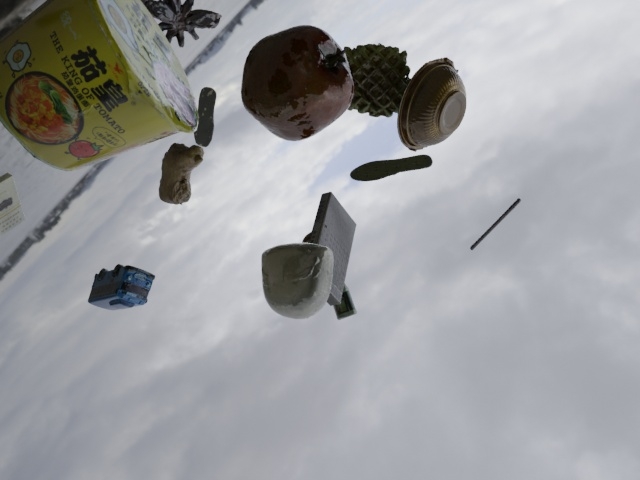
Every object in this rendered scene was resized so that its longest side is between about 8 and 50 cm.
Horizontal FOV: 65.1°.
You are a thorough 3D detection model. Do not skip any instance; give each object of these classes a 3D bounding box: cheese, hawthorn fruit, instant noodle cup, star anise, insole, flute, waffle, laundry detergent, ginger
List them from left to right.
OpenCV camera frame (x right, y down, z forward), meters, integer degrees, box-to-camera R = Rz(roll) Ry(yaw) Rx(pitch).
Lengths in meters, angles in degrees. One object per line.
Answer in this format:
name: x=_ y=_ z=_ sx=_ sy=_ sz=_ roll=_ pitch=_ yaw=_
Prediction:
instant noodle cup: x=-0.414 y=-0.290 z=0.911 sx=0.254 sy=0.326 sz=0.325 roll=-25 pitch=-153 yaw=8
star anise: x=-0.468 y=-0.736 z=1.630 sx=0.198 sy=0.257 sz=0.110 roll=-53 pitch=-132 yaw=4
ginger: x=-0.386 y=-0.196 z=1.363 sx=0.074 sy=0.137 sz=0.213 roll=-25 pitch=154 yaw=-46
insole: x=-0.453 y=-0.482 z=1.968 sx=0.011 sy=0.081 sz=0.248 roll=-92 pitch=-163 yaw=-56
cheese: x=-0.062 y=0.107 z=1.288 sx=0.198 sy=0.154 sz=0.189 roll=-6 pitch=-117 yaw=26
hawthorn fruit: x=-0.040 y=-0.391 z=1.239 sx=0.301 sy=0.268 sz=0.268 roll=-10 pitch=-138 yaw=48
laundry detergent: x=0.064 y=0.178 z=1.867 sx=0.070 sy=0.226 sz=0.099 roll=-14 pitch=169 yaw=-24
waffle: x=0.156 y=-0.459 z=1.447 sx=0.214 sy=0.208 sz=0.054 roll=3 pitch=-147 yaw=5
insole: x=0.271 y=-0.281 z=1.927 sx=0.322 sy=0.007 sz=0.109 roll=-10 pitch=-129 yaw=3
instant noodle cup: x=0.341 y=-0.370 z=1.425 sx=0.090 sy=0.274 sz=0.274 roll=34 pitch=-100 yaw=38
flute: x=0.490 y=-0.041 z=1.420 sx=0.014 sy=0.014 sz=0.269 roll=-63 pitch=179 yaw=-33

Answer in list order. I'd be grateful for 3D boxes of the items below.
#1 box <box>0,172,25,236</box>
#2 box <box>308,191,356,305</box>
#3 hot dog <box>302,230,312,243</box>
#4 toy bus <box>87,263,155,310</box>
box: x=-0.845 y=-0.092 z=1.334 sx=0.090 sy=0.024 sz=0.167 roll=-53 pitch=166 yaw=-43
box: x=0.032 y=0.022 z=1.593 sx=0.047 sy=0.180 sz=0.325 roll=-12 pitch=-133 yaw=31
hot dog: x=0.000 y=0.002 z=1.873 sx=0.140 sy=0.090 sz=0.060 roll=-14 pitch=-160 yaw=-11
toy bus: x=-0.524 y=0.127 z=1.317 sx=0.184 sy=0.090 sz=0.106 roll=-13 pitch=-123 yaw=41
